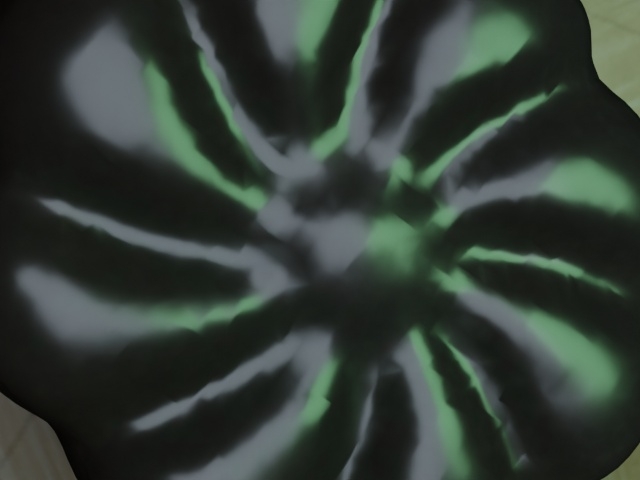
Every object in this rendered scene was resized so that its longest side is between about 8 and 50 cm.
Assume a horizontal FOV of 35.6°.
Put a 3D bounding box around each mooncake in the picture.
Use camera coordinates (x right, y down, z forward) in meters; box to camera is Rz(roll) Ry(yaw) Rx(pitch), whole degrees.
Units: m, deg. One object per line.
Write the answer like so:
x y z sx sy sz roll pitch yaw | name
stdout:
0.000 0.000 0.411 0.306 0.154 0.306 -2 96 -16 | mooncake
